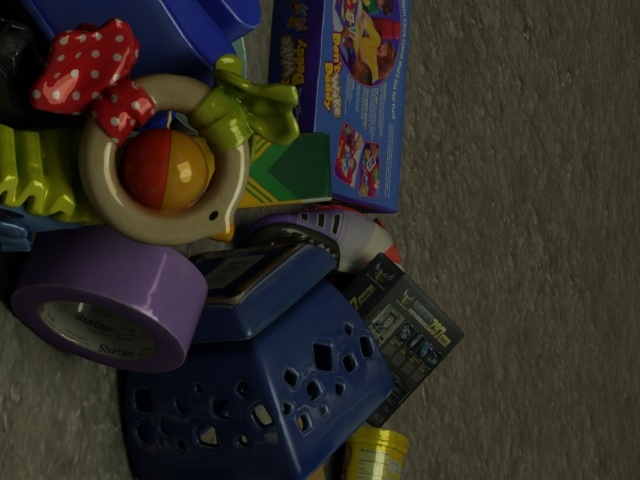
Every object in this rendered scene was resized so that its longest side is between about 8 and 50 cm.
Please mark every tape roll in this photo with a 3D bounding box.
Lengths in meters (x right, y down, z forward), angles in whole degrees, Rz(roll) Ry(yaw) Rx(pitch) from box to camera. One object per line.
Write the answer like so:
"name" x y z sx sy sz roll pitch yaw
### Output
"tape roll" -0.216 0.059 1.721 0.189 0.189 0.080 49 49 -47

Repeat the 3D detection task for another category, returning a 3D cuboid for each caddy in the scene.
"caddy" -0.213 -0.277 1.736 0.341 0.179 0.241 58 27 -26

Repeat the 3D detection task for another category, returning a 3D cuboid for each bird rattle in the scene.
"bird rattle" -0.150 -0.099 1.578 0.253 0.143 0.207 7 87 -26

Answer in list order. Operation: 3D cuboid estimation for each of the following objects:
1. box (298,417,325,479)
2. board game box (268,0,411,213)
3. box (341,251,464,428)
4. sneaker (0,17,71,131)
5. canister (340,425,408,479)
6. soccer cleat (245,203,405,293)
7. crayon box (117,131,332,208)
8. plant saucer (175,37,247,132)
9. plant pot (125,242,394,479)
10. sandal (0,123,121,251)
"box" -0.053 0.331 2.150 0.201 0.021 0.164 -37 121 -52
"board game box" 0.027 -0.222 2.226 0.233 0.078 0.347 15 77 -58
"box" 0.078 0.137 2.230 0.183 0.059 0.232 -47 146 0
"sneaker" -0.342 -0.194 1.578 0.300 0.121 0.111 38 58 -52
"canister" 0.066 0.344 2.284 0.126 0.073 0.170 39 58 -69
"soccer cleat" 0.000 0.000 2.183 0.318 0.108 0.116 19 50 -53
"crayon box" -0.155 -0.072 1.807 0.323 0.203 0.083 -9 98 -58
"plant saucer" -0.155 -0.218 1.957 0.195 0.037 0.195 16 71 -57
"plant pot" -0.088 0.132 1.901 0.236 0.236 0.212 -39 117 -51
"sandal" -0.343 -0.061 1.576 0.317 0.138 0.126 23 51 -36
